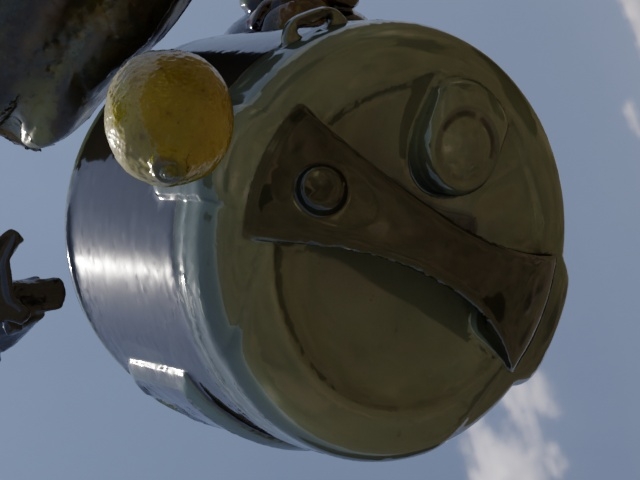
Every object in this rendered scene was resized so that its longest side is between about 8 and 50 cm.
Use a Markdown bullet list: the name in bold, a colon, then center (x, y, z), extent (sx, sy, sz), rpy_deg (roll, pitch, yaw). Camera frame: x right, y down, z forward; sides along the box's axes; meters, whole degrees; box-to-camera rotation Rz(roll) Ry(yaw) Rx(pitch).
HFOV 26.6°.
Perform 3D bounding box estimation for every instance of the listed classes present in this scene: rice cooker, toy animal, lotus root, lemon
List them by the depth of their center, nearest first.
- **lemon**: center (-0.071, -0.057, 0.639), extent (0.062, 0.062, 0.083), rpy_deg (47, -158, -35)
- **rice cooker**: center (0.000, 0.000, 1.022), extent (0.335, 0.325, 0.335), rpy_deg (-3, -84, -34)
- **lotus root**: center (-0.204, -0.200, 1.108), extent (0.152, 0.275, 0.160), rpy_deg (37, -156, -18)
- **toy animal**: center (-0.374, 0.077, 1.649), extent (0.117, 0.210, 0.121), rpy_deg (-13, -107, -18)

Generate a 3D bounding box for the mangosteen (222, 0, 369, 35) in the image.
- **mangosteen**: center (-0.022, -0.212, 1.511), extent (0.211, 0.211, 0.250), rpy_deg (-26, -63, -62)
